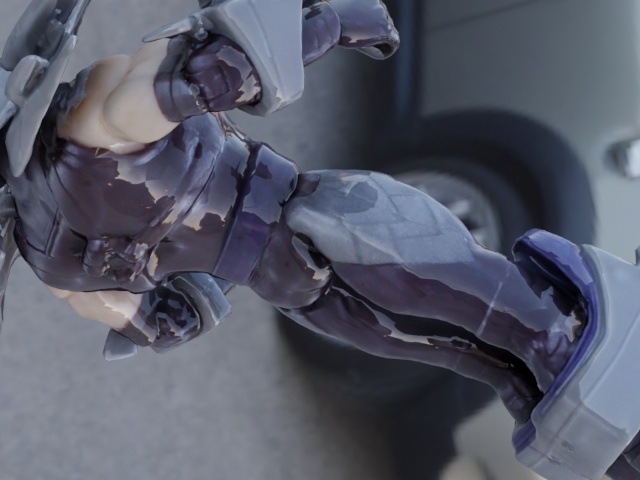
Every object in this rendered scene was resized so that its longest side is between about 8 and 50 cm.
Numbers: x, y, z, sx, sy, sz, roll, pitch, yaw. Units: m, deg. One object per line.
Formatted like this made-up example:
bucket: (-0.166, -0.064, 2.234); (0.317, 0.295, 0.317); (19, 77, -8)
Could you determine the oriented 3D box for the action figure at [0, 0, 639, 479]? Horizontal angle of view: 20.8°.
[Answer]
action figure: (0.000, 0.000, 0.531); (0.185, 0.285, 0.099); (119, -5, -65)
